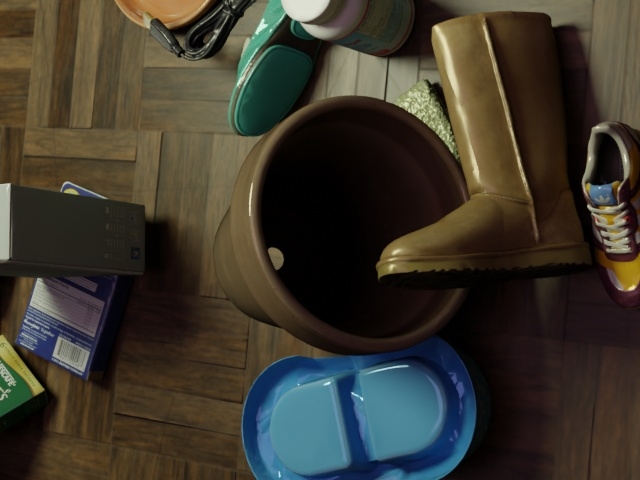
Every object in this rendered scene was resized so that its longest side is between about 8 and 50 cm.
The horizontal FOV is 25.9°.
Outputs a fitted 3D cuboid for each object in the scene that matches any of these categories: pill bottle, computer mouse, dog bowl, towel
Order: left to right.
[{"bbox_3d":[-0.165,-0.337,1.661,0.262,0.060,0.184,47,115,20],"label":"computer mouse"},{"bbox_3d":[0.029,-0.254,1.505,0.087,0.160,0.087,-3,85,34],"label":"pill bottle"},{"bbox_3d":[0.053,0.192,1.514,0.297,0.074,0.166,-18,77,31],"label":"dog bowl"},{"bbox_3d":[0.107,-0.093,1.523,0.110,0.027,0.148,-32,71,27],"label":"towel"}]

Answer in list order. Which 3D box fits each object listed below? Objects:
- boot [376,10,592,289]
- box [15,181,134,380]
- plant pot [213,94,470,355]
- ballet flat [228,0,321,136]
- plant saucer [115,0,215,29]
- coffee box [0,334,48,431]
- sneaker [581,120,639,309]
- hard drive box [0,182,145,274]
[{"bbox_3d":[0.146,-0.090,1.390,0.089,0.236,0.269,143,120,-63],"label":"boot"},{"bbox_3d":[-0.303,0.050,1.778,0.136,0.036,0.225,22,99,32],"label":"box"},{"bbox_3d":[0.000,0.000,1.468,0.229,0.263,0.263,-21,73,61],"label":"plant pot"},{"bbox_3d":[-0.041,-0.237,1.611,0.247,0.083,0.087,-61,35,15],"label":"ballet flat"},{"bbox_3d":[-0.180,-0.357,1.724,0.200,0.037,0.200,-2,87,33],"label":"plant saucer"},{"bbox_3d":[-0.459,0.210,1.799,0.113,0.184,0.040,48,154,28],"label":"coffee box"},{"bbox_3d":[0.288,-0.024,1.366,0.070,0.084,0.185,-10,81,32],"label":"sneaker"},{"bbox_3d":[-0.350,-0.006,1.654,0.181,0.232,0.089,-3,84,32],"label":"hard drive box"}]
